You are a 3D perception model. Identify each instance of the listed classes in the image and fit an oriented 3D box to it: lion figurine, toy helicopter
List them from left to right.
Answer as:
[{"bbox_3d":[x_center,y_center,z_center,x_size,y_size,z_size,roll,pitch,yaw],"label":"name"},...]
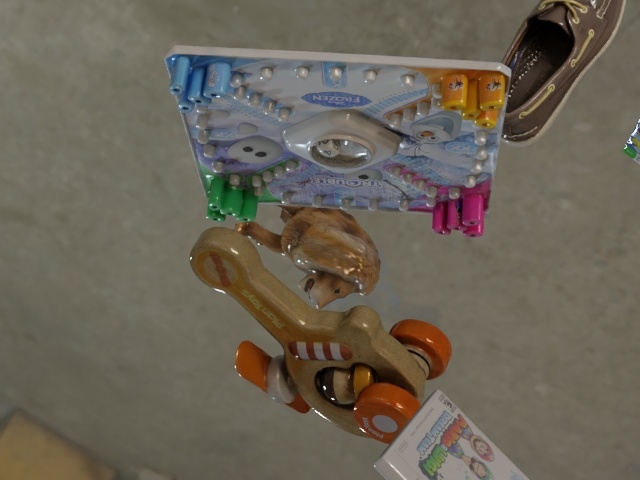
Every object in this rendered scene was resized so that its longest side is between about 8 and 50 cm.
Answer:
[{"bbox_3d":[-0.029,0.119,1.617,0.355,0.140,0.235,44,137,-16],"label":"toy helicopter"},{"bbox_3d":[0.000,0.000,2.102,0.240,0.142,0.392,23,-171,7],"label":"lion figurine"}]

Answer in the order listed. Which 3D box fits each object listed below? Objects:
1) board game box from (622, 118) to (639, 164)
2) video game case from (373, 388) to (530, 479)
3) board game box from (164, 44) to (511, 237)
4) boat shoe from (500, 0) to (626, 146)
[{"bbox_3d":[0.575,-0.128,2.031,0.201,0.035,0.136,40,148,18],"label":"board game box"},{"bbox_3d":[0.129,0.218,1.196,0.143,0.157,0.019,45,118,5],"label":"video game case"},{"bbox_3d":[0.025,-0.109,1.633,0.390,0.050,0.390,3,156,4],"label":"board game box"},{"bbox_3d":[0.338,-0.289,1.882,0.117,0.324,0.097,30,175,24],"label":"boat shoe"}]
